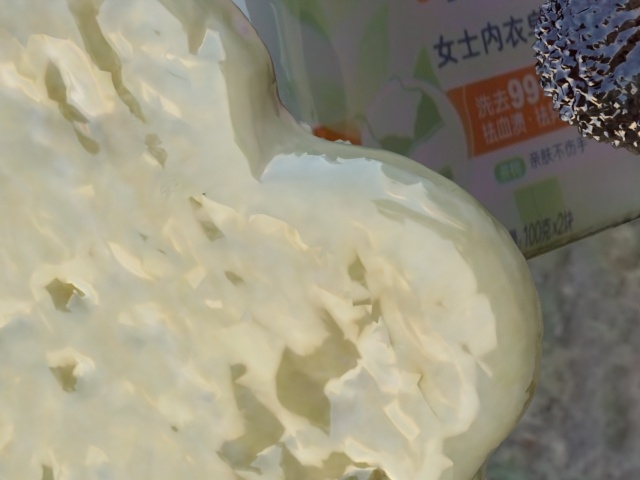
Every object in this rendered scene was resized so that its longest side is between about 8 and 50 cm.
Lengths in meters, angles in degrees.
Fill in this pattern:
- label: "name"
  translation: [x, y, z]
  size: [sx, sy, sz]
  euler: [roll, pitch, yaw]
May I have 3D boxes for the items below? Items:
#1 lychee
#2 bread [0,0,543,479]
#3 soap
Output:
- label: "lychee"
  translation: [0.099, -0.059, 0.578]
  size: [0.068, 0.067, 0.083]
  euler: [-49, -5, 21]
- label: "bread"
  translation: [-0.088, 0.066, 0.503]
  size: [0.316, 0.316, 0.054]
  euler: [-63, 2, 17]
- label: "soap"
  translation: [0.012, -0.072, 0.741]
  size: [0.138, 0.199, 0.182]
  euler: [-6, 99, 50]
